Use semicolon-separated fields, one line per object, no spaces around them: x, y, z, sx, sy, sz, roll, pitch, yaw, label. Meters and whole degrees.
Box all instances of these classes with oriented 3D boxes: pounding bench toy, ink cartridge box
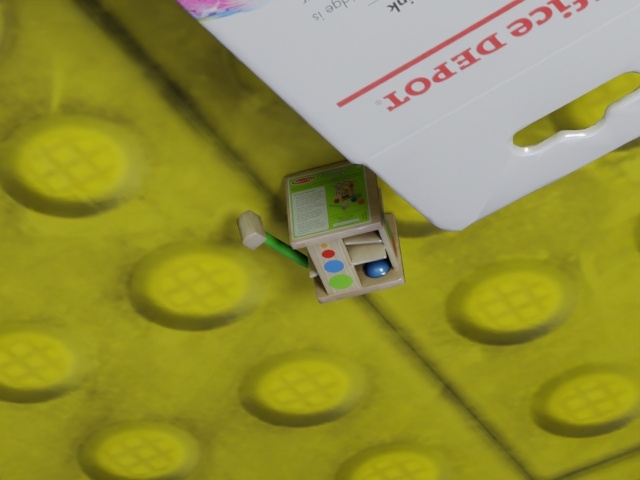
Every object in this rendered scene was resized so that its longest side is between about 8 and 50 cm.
0.000;0.000;0.996;0.083;0.052;0.065;-14;139;8;pounding bench toy
0.032;-0.171;0.754;0.207;0.119;0.353;-29;133;23;ink cartridge box
